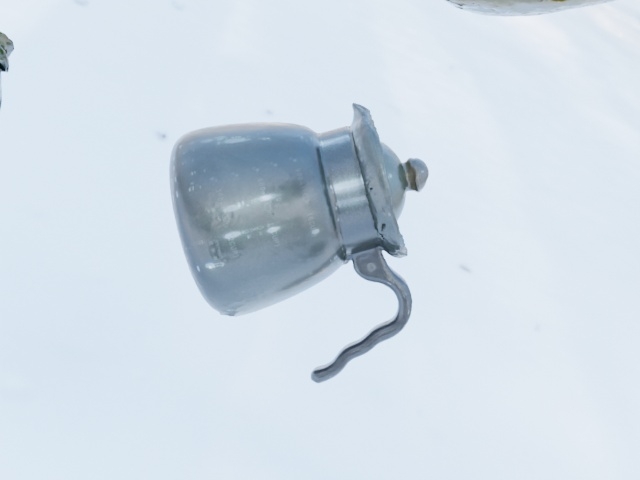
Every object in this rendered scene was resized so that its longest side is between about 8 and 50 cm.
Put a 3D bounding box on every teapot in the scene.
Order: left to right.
[{"bbox_3d":[-0.005,-0.012,1.328,0.223,0.285,0.305,62,14,-67],"label":"teapot"}]

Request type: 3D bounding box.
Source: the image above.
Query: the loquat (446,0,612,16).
[{"bbox_3d":[0.146,-0.277,0.740,0.276,0.284,0.276,58,-1,2],"label":"loquat"}]

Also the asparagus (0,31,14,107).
[{"bbox_3d":[-0.282,0.046,0.640,0.128,0.382,0.108,8,-15,45],"label":"asparagus"}]
